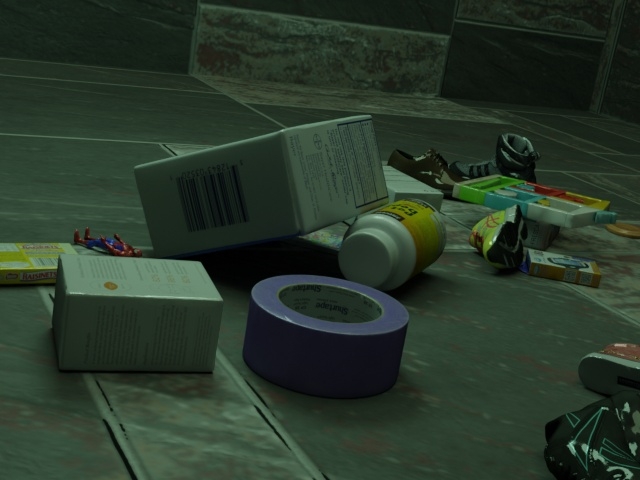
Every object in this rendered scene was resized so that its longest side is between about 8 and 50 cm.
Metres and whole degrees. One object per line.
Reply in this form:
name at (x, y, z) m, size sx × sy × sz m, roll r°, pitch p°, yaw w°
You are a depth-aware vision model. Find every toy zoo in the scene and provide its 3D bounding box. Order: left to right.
toy zoo at (0.427, -0.073, 1.887) m, size 0.293 × 0.030 × 0.192 m, roll 18°, pitch 19°, yaw 32°

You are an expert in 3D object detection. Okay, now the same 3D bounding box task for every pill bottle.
pill bottle at (0.107, 0.008, 1.488) m, size 0.117 × 0.117 × 0.215 m, roll 16°, pitch 18°, yaw 21°

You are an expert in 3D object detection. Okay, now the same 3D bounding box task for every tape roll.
tape roll at (0.006, 0.109, 1.161) m, size 0.189 × 0.080 × 0.189 m, roll 9°, pitch 17°, yaw -3°

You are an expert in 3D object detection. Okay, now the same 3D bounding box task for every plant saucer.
plant saucer at (0.649, -0.023, 2.080) m, size 0.084 × 0.013 × 0.083 m, roll 8°, pitch 17°, yaw -2°

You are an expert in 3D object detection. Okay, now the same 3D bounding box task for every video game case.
video game case at (0.000, 0.000, 1.646) m, size 0.122 × 0.011 × 0.087 m, roll 14°, pitch 17°, yaw 16°

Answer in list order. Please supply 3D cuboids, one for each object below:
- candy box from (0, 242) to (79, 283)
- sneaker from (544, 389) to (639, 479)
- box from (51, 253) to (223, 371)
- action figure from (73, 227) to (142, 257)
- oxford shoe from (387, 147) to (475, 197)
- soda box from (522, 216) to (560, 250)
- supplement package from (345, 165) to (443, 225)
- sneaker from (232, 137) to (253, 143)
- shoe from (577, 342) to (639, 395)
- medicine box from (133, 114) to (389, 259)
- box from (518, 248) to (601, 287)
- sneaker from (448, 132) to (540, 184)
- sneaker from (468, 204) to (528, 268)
candy box at (-0.417, 0.030, 1.284) m, size 0.206 × 0.027 × 0.105 m, roll 0°, pitch 16°, yaw -30°
sneaker at (0.268, 0.232, 0.915) m, size 0.106 × 0.101 × 0.267 m, roll -10°, pitch 14°, yaw 13°
box at (-0.211, 0.082, 1.111) m, size 0.171 × 0.091 × 0.130 m, roll 4°, pitch 18°, yaw -20°
action figure at (-0.307, 0.005, 1.431) m, size 0.115 × 0.030 × 0.038 m, roll 19°, pitch 14°, yaw 25°
oxford shoe at (0.253, -0.150, 2.147) m, size 0.227 × 0.096 × 0.083 m, roll 16°, pitch 16°, yaw 16°
soda box at (0.429, -0.032, 1.911) m, size 0.063 × 0.058 × 0.183 m, roll 15°, pitch 17°, yaw 18°
supplement package at (0.121, -0.063, 1.759) m, size 0.105 × 0.105 × 0.179 m, roll 0°, pitch 18°, yaw -29°
sneaker at (-0.069, -0.125, 1.865) m, size 0.283 × 0.110 × 0.122 m, roll -4°, pitch 24°, yaw -38°
shoe at (0.414, 0.171, 1.203) m, size 0.178 × 0.063 × 0.081 m, roll 17°, pitch 22°, yaw 38°
medicine box at (-0.080, -0.083, 1.477) m, size 0.264 × 0.149 × 0.289 m, roll -10°, pitch 5°, yaw 30°
box at (0.410, 0.045, 1.694) m, size 0.136 × 0.028 × 0.081 m, roll 12°, pitch 17°, yaw 4°
sneaker at (0.391, -0.171, 2.186) m, size 0.101 × 0.153 × 0.268 m, roll -2°, pitch 20°, yaw -35°
sneaker at (0.303, 0.003, 1.716) m, size 0.094 × 0.081 × 0.208 m, roll -14°, pitch 11°, yaw 23°
